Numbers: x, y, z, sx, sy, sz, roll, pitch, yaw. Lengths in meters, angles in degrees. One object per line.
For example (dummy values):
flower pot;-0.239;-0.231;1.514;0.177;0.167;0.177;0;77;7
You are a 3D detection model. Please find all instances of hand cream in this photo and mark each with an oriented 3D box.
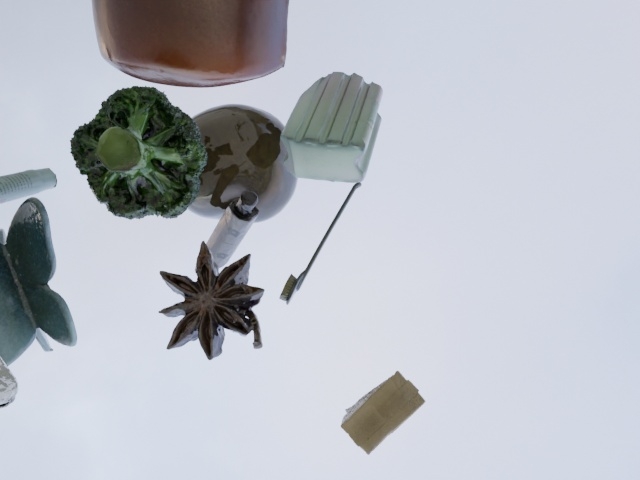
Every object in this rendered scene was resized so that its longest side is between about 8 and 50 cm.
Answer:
hand cream;-0.691;-0.104;1.358;0.085;0.331;0.058;47;-64;5

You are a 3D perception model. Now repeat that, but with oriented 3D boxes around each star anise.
star anise;-0.190;0.124;1.199;0.263;0.081;0.230;32;-108;25

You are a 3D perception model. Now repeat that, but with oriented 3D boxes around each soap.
soap;0.038;-0.293;1.625;0.208;0.115;0.346;7;-138;10

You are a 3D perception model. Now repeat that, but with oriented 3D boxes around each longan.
longan;-0.240;-0.204;1.793;0.361;0.361;0.360;-14;-122;24

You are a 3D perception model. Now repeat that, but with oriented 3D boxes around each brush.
brush;0.000;0.000;1.195;0.027;0.062;0.266;30;-101;4

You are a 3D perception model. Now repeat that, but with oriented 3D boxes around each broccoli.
broccoli;-0.386;-0.187;1.359;0.298;0.297;0.297;0;-93;1

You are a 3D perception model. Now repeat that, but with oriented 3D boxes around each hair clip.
hair clip;-0.692;0.121;1.354;0.392;0.239;0.318;-16;-85;52

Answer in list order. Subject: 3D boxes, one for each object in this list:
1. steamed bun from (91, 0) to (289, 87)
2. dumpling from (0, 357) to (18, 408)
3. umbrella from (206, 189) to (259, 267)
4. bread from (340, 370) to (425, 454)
steamed bun;-0.212;-0.353;0.967;0.379;0.248;0.234;-139;-130;-58
dumpling;-0.466;0.064;0.601;0.181;0.260;0.341;-41;-116;-16
umbrella;-0.216;-0.023;1.565;0.067;0.073;0.337;-54;-176;-35
bread;0.112;0.297;1.151;0.152;0.105;0.077;-43;-97;7
